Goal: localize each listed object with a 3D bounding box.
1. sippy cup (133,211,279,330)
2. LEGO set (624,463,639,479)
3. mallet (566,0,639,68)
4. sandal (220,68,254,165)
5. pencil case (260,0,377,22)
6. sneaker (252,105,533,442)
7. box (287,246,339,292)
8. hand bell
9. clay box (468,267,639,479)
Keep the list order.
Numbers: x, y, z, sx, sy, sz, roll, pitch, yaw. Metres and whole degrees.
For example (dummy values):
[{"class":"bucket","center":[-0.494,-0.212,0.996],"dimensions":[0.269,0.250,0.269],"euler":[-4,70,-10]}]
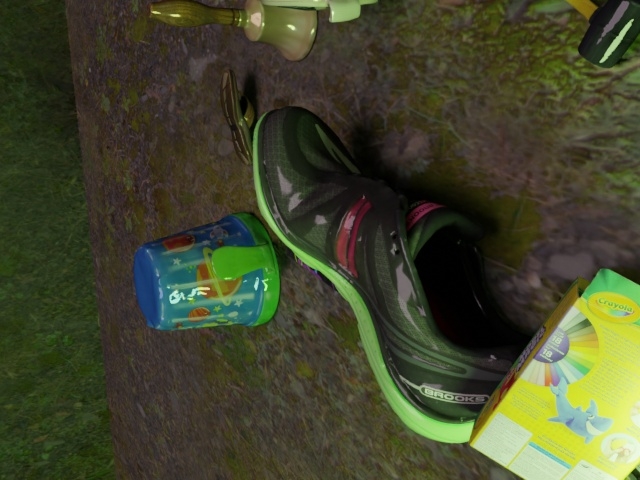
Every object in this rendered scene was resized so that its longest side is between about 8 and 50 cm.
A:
[{"class":"sippy cup","center":[-0.232,0.072,1.178],"dimensions":[0.240,0.224,0.305],"euler":[54,139,35]},{"class":"LEGO set","center":[0.340,0.293,0.543],"dimensions":[0.244,0.060,0.182],"euler":[-123,38,-50]},{"class":"mallet","center":[0.231,-0.244,0.565],"dimensions":[0.062,0.039,0.189],"euler":[-57,48,46]},{"class":"sandal","center":[-0.146,-0.231,1.136],"dimensions":[0.072,0.049,0.180],"euler":[22,131,59]},{"class":"pencil case","center":[0.010,-0.478,0.722],"dimensions":[0.183,0.160,0.410],"euler":[-134,44,-61]},{"class":"sneaker","center":[0.089,-0.003,0.742],"dimensions":[0.482,0.185,0.202],"euler":[54,131,21]},{"class":"box","center":[0.000,0.000,0.984],"dimensions":[0.162,0.029,0.116],"euler":[31,124,48]},{"class":"hand bell","center":[-0.138,-0.335,0.910],"dimensions":[0.126,0.242,0.126],"euler":[20,115,53]},{"class":"clay box","center":[0.246,0.133,0.549],"dimensions":[0.127,0.053,0.222],"euler":[30,117,10]}]
